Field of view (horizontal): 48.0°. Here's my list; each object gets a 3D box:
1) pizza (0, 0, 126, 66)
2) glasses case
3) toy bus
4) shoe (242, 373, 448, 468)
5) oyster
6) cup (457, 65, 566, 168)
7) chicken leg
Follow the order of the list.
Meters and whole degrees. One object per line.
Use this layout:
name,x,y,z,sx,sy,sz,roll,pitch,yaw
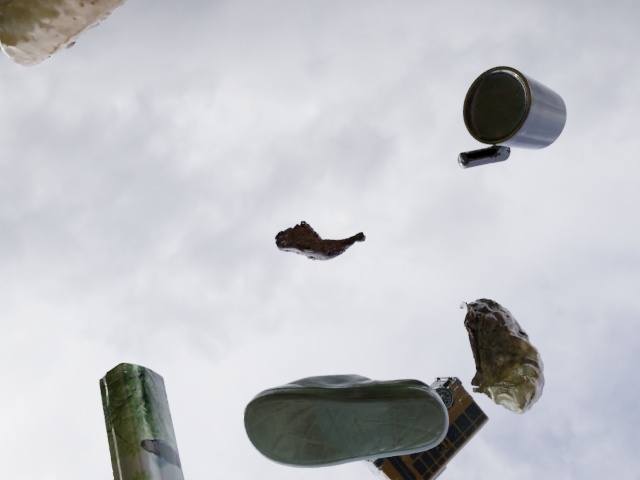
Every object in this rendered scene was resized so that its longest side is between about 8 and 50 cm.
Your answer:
pizza,-0.145,-0.379,0.619,0.440,0.130,0.406,-39,-133,21
glasses case,-0.241,0.306,1.008,0.062,0.095,0.272,-37,-128,18
toy bus,0.153,0.295,1.068,0.182,0.091,0.103,-40,-89,-18
shoe,0.026,0.169,0.704,0.195,0.079,0.078,-5,-171,9
oyster,0.351,0.209,1.347,0.100,0.275,0.271,-53,-132,25
cup,0.403,-0.268,1.583,0.239,0.177,0.166,-23,-108,44
chicken leg,-0.003,0.006,1.644,0.205,0.093,0.053,9,-165,-6
